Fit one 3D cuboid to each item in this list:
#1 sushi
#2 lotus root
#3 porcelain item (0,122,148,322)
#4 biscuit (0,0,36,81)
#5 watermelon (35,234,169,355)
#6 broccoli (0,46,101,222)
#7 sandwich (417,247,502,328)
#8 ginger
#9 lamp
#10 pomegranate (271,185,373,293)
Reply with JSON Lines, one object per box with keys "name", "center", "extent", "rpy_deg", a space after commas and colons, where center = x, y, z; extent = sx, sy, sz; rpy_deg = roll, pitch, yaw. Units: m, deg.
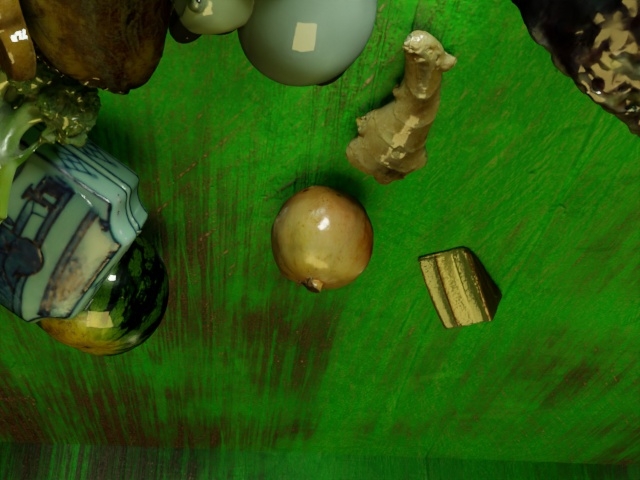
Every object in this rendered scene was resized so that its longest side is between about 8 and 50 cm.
{"name": "sushi", "center": [0.380, -0.295, 0.936], "extent": [0.299, 0.281, 0.294], "rpy_deg": [30, 134, -15]}
{"name": "lotus root", "center": [-0.266, -0.322, 1.008], "extent": [0.195, 0.179, 0.397], "rpy_deg": [3, 147, -8]}
{"name": "porcelain item", "center": [-0.442, -0.032, 1.380], "extent": [0.286, 0.157, 0.281], "rpy_deg": [38, 111, -10]}
{"name": "biscuit", "center": [-0.409, -0.327, 0.997], "extent": [0.043, 0.301, 0.278], "rpy_deg": [-29, 122, -26]}
{"name": "watermelon", "center": [-0.411, 0.087, 1.629], "extent": [0.268, 0.269, 0.269], "rpy_deg": [0, 149, 0]}
{"name": "broccoli", "center": [-0.431, -0.175, 1.201], "extent": [0.254, 0.302, 0.186], "rpy_deg": [-25, -170, -9]}
{"name": "sandwich", "center": [0.292, 0.077, 1.832], "extent": [0.117, 0.144, 0.187], "rpy_deg": [-14, 110, 22]}
{"name": "ginger", "center": [0.119, -0.198, 1.319], "extent": [0.131, 0.086, 0.295], "rpy_deg": [11, 140, -1]}
{"name": "lamp", "center": [-0.051, -0.286, 1.054], "extent": [0.243, 0.198, 0.198], "rpy_deg": [4, 150, -21]}
{"name": "pomegranate", "center": [-0.002, -0.003, 1.536], "extent": [0.191, 0.191, 0.191], "rpy_deg": [0, 149, 0]}
